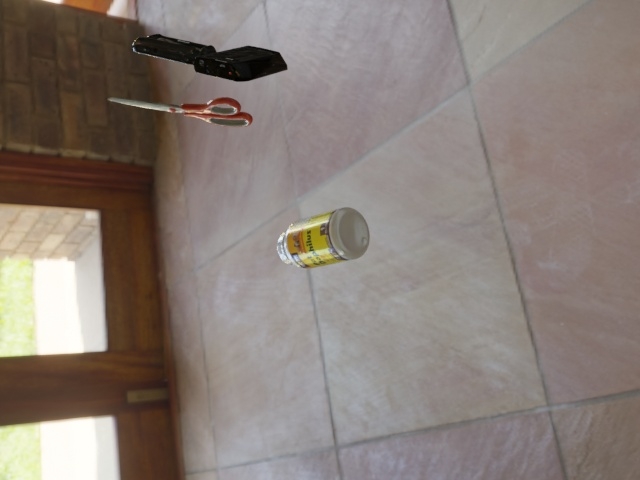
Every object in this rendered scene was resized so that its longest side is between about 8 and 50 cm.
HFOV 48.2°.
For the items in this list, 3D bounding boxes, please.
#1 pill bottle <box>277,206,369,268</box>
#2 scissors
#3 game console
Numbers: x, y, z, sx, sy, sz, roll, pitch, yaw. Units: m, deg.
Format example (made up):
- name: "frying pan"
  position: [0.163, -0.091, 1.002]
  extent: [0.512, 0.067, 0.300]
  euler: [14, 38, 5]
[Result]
- name: "pill bottle"
  position: [0.000, 0.000, 1.617]
  extent: [0.215, 0.117, 0.117]
  euler: [-14, 76, 47]
- name: "scissors"
  position: [-0.293, -0.271, 1.514]
  extent: [0.296, 0.109, 0.021]
  euler: [2, 73, 11]
- name: "game console"
  position: [-0.271, -0.438, 1.688]
  extent: [0.361, 0.213, 0.044]
  euler: [18, 118, 23]
